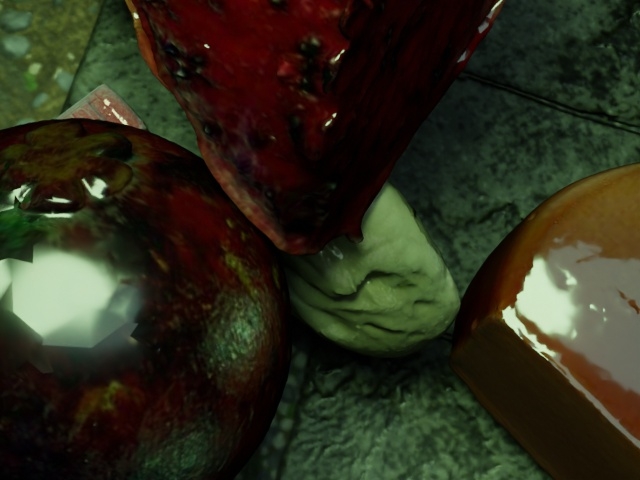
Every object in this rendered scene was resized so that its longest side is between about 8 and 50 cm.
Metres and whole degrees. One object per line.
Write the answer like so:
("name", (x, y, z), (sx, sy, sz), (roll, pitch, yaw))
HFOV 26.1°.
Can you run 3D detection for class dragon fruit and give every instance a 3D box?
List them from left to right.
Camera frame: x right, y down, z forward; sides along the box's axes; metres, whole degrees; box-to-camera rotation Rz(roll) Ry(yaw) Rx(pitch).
("dragon fruit", (0.005, -0.199, 0.886), (0.228, 0.286, 0.329), (27, 46, 18))

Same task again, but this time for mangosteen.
("mangosteen", (-0.161, 0.072, 0.901), (0.311, 0.311, 0.311), (4, 68, -10))

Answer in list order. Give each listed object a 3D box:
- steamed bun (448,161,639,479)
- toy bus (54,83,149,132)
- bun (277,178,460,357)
("steamed bun", (0.297, 0.104, 1.019), (0.379, 0.235, 0.248), (44, 72, 9))
("toy bus", (-0.215, -0.043, 1.061), (0.192, 0.077, 0.065), (-42, 85, -22))
("bun", (0.000, 0.000, 1.020), (0.116, 0.210, 0.237), (-37, 121, -10))
